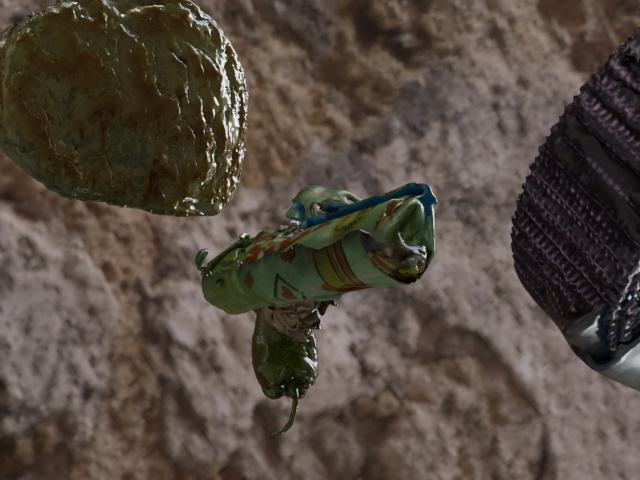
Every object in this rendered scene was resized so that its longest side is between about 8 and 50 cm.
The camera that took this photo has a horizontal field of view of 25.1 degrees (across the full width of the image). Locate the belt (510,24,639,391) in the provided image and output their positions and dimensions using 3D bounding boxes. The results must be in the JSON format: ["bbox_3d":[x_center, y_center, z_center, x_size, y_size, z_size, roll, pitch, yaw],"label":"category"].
[{"bbox_3d":[0.244,-0.028,0.823,0.260,0.325,0.122,-48,-122,10],"label":"belt"}]

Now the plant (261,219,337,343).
[{"bbox_3d":[0.001,0.033,1.347,0.122,0.104,0.116,-14,-95,14],"label":"plant"}]

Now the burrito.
[{"bbox_3d":[0.000,0.000,0.982,0.054,0.104,0.288,49,-29,-15],"label":"burrito"}]

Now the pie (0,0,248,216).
[{"bbox_3d":[-0.163,-0.117,1.198,0.090,0.248,0.201,-18,-112,49],"label":"pie"}]

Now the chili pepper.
[{"bbox_3d":[-0.041,0.105,1.429,0.072,0.073,0.204,97,-22,-63],"label":"chili pepper"}]
